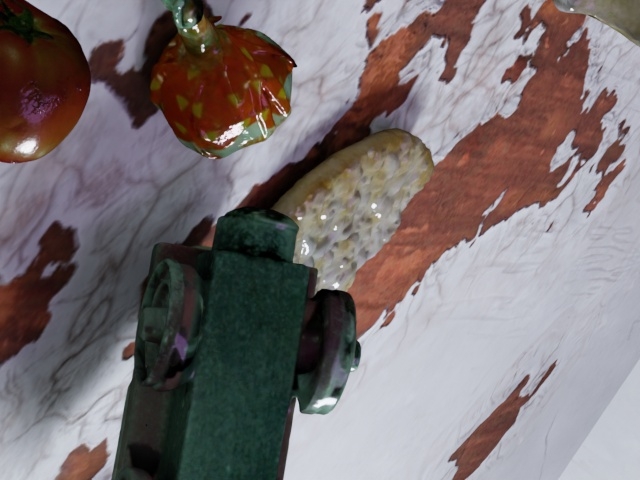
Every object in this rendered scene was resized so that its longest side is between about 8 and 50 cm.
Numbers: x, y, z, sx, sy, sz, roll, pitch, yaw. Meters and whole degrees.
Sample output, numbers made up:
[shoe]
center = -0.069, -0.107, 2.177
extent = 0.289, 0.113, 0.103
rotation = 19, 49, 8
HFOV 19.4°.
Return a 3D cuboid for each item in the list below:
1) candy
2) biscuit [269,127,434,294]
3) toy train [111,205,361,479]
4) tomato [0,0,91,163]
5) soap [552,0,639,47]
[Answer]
[candy]
center = -0.076, -0.140, 1.025
extent = 0.084, 0.078, 0.287
rotation = -46, 151, -13
[biscuit]
center = 0.000, 0.000, 1.454
extent = 0.265, 0.040, 0.188
rotation = -33, 152, -42
[toy train]
center = -0.076, 0.130, 1.249
extent = 0.221, 0.150, 0.304
rotation = 171, -69, -74
[tomato]
center = -0.155, -0.075, 0.906
extent = 0.087, 0.087, 0.075
rotation = -17, 141, -60
[soap]
center = 0.340, -0.330, 1.491
extent = 0.338, 0.169, 0.304
rotation = -63, 169, 24
